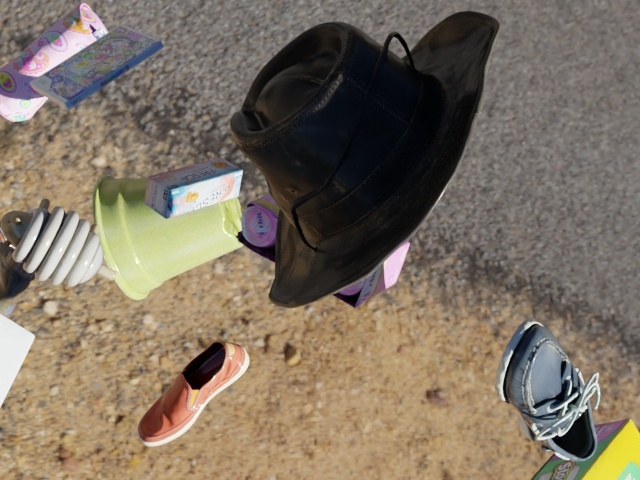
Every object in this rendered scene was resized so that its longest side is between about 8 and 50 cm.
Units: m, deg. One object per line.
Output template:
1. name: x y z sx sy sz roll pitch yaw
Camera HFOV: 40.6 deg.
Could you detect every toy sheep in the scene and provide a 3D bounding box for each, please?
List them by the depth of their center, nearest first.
1. toy sheep: -0.277 0.006 0.923 0.132 0.091 0.091 25 62 -17

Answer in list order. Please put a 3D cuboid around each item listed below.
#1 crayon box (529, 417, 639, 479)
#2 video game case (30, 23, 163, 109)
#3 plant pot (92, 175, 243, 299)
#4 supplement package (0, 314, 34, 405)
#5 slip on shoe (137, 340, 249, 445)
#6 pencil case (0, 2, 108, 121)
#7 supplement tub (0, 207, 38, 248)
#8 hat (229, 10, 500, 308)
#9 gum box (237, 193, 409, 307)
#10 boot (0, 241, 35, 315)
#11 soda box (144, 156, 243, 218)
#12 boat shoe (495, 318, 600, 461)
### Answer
1. crayon box: 0.352 0.458 1.092 0.363 0.106 0.313 -31 90 -40
2. video game case: -0.235 -0.184 0.904 0.122 0.087 0.011 -40 134 -20
3. plant pot: -0.306 -0.039 1.838 0.276 0.254 0.276 -16 90 -83
4. supplement package: -0.367 0.123 0.793 0.105 0.179 0.105 39 47 -29
5. slip on shoe: -0.321 0.362 2.091 0.331 0.123 0.101 -42 141 -1
6. pencil case: -0.553 -0.362 1.778 0.124 0.284 0.124 54 11 -15
7. supplement tub: -0.684 0.005 1.886 0.198 0.106 0.106 -24 97 -35
8. hat: -0.001 -0.095 0.749 0.134 0.331 0.331 31 58 -19
9. gum box: 0.000 0.000 1.068 0.107 0.188 0.062 -25 138 -55
10. boot: -0.585 0.069 1.605 0.082 0.219 0.106 33 83 -24
11. soda box: -0.226 -0.097 1.560 0.183 0.063 0.058 -23 135 -46
12. boat shoe: 0.246 0.169 0.916 0.095 0.079 0.254 -46 142 -16
